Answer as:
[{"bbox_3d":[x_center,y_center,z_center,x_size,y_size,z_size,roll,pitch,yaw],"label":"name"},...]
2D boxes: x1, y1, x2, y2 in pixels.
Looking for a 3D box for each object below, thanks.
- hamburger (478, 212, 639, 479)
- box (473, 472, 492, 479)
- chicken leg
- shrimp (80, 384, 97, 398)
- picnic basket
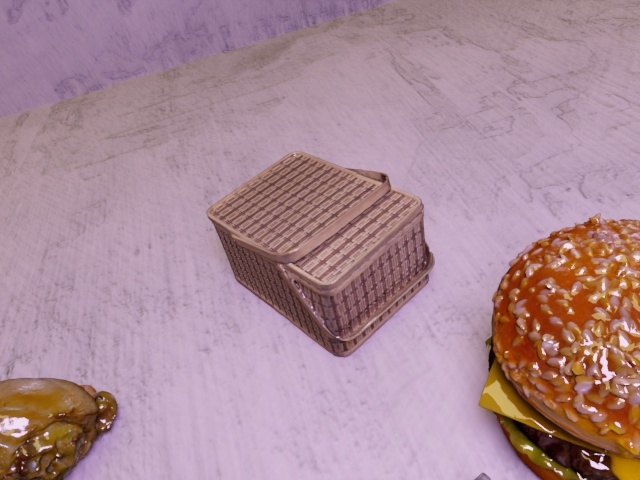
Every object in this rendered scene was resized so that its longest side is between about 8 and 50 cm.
[{"bbox_3d":[0.313,0.117,0.511,0.290,0.225,0.291,-10,42,9],"label":"hamburger"},{"bbox_3d":[0.158,0.284,0.478,0.063,0.085,0.060,-29,40,-28],"label":"box"},{"bbox_3d":[-0.501,0.293,0.641,0.428,0.153,0.201,-18,31,9],"label":"chicken leg"},{"bbox_3d":[-0.388,0.258,0.724,0.108,0.023,0.059,-30,51,-16],"label":"shrimp"},{"bbox_3d":[0.000,0.000,0.779,0.228,0.176,0.312,-37,45,-25],"label":"picnic basket"}]
